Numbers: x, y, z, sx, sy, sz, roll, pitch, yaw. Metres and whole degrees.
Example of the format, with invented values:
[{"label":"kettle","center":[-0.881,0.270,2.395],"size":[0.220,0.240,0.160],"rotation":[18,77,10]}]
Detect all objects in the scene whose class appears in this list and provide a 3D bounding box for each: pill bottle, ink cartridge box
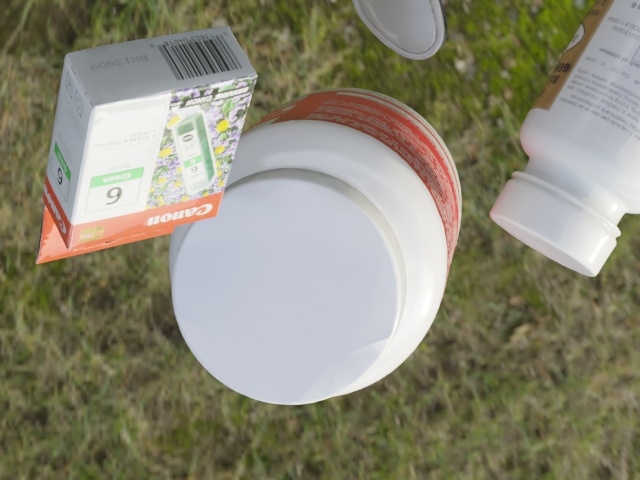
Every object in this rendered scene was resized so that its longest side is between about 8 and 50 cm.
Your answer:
[{"label":"pill bottle","center":[0.240,-0.093,1.310],"size":[0.131,0.131,0.229],"rotation":[32,87,-24]},{"label":"pill bottle","center":[0.000,0.000,1.359],"size":[0.229,0.408,0.229],"rotation":[1,101,7]},{"label":"ink cartridge box","center":[-0.066,-0.024,0.579],"size":[0.062,0.029,0.115],"rotation":[-14,146,-27]}]

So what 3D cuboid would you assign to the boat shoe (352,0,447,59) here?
[{"label":"boat shoe","center":[0.054,-0.242,1.368],"size":[0.075,0.206,0.065],"rotation":[-42,162,27]}]
